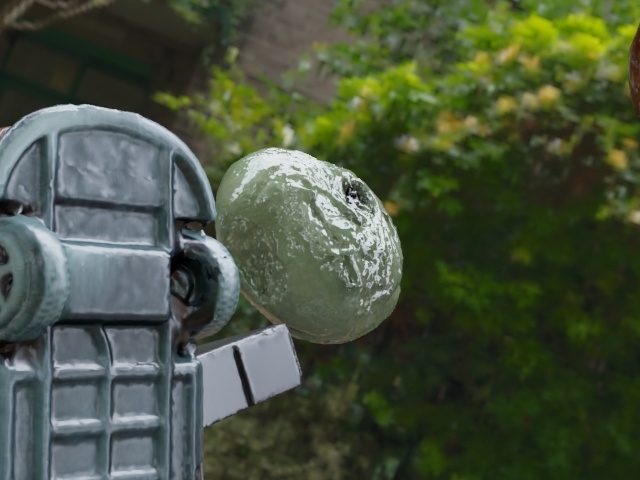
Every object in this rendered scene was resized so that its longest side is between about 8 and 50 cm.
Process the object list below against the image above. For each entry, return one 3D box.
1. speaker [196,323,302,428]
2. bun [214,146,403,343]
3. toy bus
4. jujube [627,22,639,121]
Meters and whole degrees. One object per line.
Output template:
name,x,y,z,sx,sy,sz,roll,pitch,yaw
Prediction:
speaker,-0.099,0.098,0.888,0.082,0.044,0.218,-16,0,29
bun,-0.002,0.000,1.420,0.108,0.221,0.221,-29,-34,30
toy bus,-0.105,0.089,0.516,0.120,0.265,0.121,-4,-4,36
jujube,0.435,-0.207,1.440,0.223,0.223,0.318,22,-38,-7
